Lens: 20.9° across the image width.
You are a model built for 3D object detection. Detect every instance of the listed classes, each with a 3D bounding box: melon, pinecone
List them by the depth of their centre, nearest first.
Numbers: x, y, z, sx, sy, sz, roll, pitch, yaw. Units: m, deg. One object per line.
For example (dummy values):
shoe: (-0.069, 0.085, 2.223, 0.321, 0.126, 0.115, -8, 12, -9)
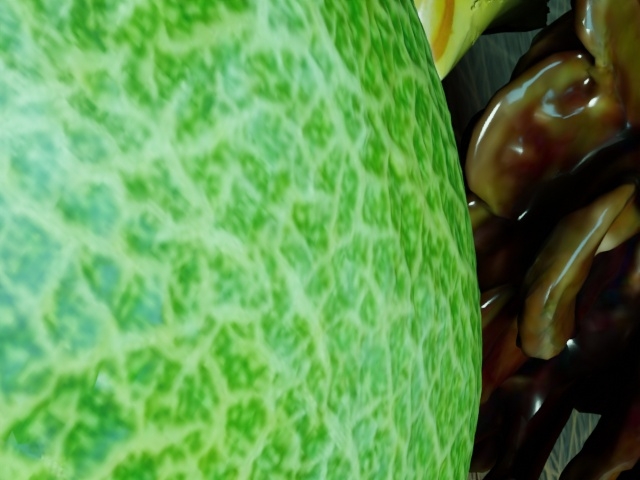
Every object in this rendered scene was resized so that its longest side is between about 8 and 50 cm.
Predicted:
melon: (-0.093, -0.003, 0.405, 0.331, 0.226, 0.343, -62, 154, -22)
pinecone: (0.214, 0.017, 0.744, 0.398, 0.398, 0.398, 19, 68, -61)

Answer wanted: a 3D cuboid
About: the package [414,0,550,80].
package: (0.027, -0.133, 0.740, 0.168, 0.090, 0.226, 58, 34, -10)
